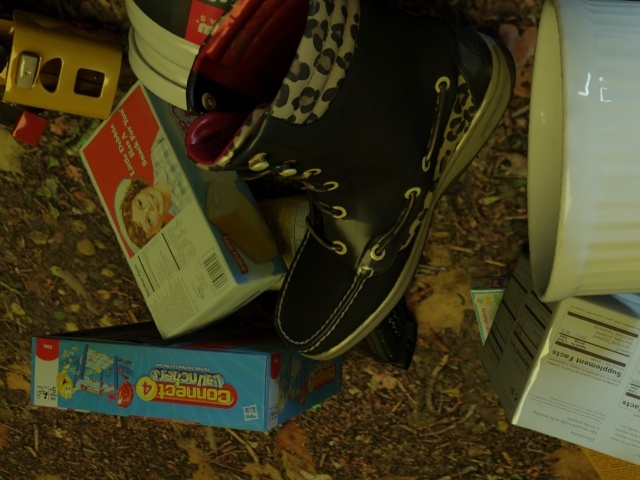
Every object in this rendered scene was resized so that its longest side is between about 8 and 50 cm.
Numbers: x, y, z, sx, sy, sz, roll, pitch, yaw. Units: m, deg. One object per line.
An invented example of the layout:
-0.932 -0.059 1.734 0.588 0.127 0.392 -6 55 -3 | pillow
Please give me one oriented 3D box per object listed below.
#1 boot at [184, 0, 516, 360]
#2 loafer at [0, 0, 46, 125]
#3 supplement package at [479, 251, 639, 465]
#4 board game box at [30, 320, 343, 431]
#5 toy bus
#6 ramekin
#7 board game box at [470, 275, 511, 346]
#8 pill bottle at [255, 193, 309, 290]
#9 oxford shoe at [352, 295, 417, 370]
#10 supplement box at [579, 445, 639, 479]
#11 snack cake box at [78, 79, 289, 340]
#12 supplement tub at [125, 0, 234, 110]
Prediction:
-0.004 -0.059 0.732 0.284 0.138 0.377 13 117 -48 | boot
-0.374 -0.240 0.936 0.078 0.080 0.220 -4 132 7 | loafer
0.333 0.138 0.866 0.262 0.204 0.145 19 101 -2 | supplement package
-0.155 0.164 1.036 0.302 0.308 0.086 2 89 18 | board game box
-0.318 -0.197 0.870 0.202 0.104 0.191 -34 126 -3 | toy bus
0.266 -0.081 0.711 0.135 0.277 0.277 1 128 10 | ramekin
0.259 0.112 1.025 0.103 0.026 0.154 -5 126 22 | board game box
0.000 0.000 0.964 0.208 0.117 0.117 -5 126 23 | pill bottle
0.062 0.110 1.011 0.096 0.083 0.227 13 158 17 | oxford shoe
0.396 0.267 1.068 0.080 0.078 0.233 -23 116 33 | supplement box
-0.164 -0.037 0.924 0.152 0.089 0.264 -36 74 39 | snack cake box
-0.072 -0.268 0.724 0.191 0.191 0.272 23 131 0 | supplement tub
